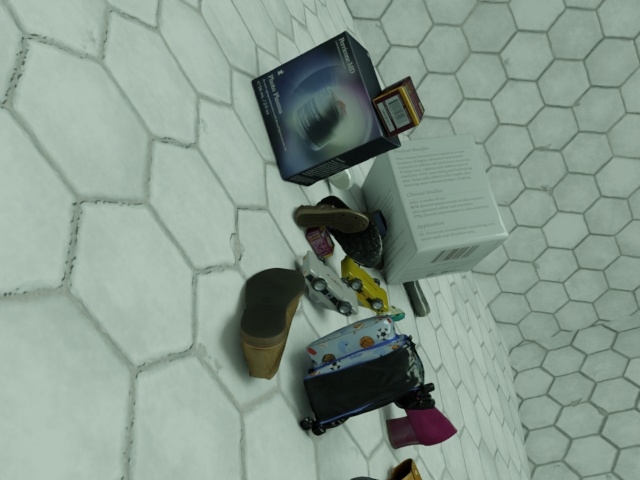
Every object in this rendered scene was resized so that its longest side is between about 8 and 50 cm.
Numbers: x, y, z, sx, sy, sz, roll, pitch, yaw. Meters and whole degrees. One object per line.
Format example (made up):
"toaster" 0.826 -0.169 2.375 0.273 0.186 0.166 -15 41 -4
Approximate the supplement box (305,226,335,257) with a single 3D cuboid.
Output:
"supplement box" 0.000 0.000 1.528 0.083 0.043 0.055 59 24 -24

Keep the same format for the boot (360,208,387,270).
"boot" 0.186 -0.001 1.891 0.219 0.106 0.082 59 23 -23

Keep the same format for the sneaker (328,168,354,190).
"sneaker" 0.019 -0.243 1.761 0.228 0.087 0.092 56 31 -14

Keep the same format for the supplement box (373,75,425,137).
"supplement box" 0.203 -0.342 1.466 0.104 0.081 0.188 63 23 -15

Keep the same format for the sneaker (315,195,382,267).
"sneaker" 0.096 -0.009 1.575 0.283 0.107 0.124 53 -2 44

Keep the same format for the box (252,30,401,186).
"box" 0.015 -0.340 1.535 0.183 0.294 0.296 2 68 -68

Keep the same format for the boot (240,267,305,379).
"boot" -0.097 0.150 1.126 0.305 0.112 0.115 -73 168 -65

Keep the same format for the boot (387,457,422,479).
"boot" 0.264 0.659 1.473 0.295 0.104 0.211 4 67 -63

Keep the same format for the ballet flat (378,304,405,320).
"ballet flat" 0.229 0.229 1.858 0.168 0.057 0.052 20 42 -63

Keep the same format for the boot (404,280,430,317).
"boot" 0.350 0.191 2.181 0.190 0.076 0.208 -11 87 -66

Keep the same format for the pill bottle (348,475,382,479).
"pill bottle" 0.108 0.548 1.160 0.246 0.130 0.130 41 34 -50

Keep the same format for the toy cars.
"toy cars" 0.055 0.126 1.495 0.394 0.087 0.176 9 49 -62

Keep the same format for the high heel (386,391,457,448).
"high heel" 0.255 0.376 1.603 0.127 0.181 0.377 33 41 -57

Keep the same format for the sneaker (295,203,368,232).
"sneaker" 0.030 -0.069 1.493 0.071 0.188 0.066 -91 -172 -54

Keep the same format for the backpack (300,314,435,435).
"backpack" 0.096 0.278 1.245 0.263 0.277 0.213 42 33 -73

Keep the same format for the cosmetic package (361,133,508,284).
"cosmetic package" 0.369 -0.103 1.964 0.327 0.329 0.393 112 -33 -65
